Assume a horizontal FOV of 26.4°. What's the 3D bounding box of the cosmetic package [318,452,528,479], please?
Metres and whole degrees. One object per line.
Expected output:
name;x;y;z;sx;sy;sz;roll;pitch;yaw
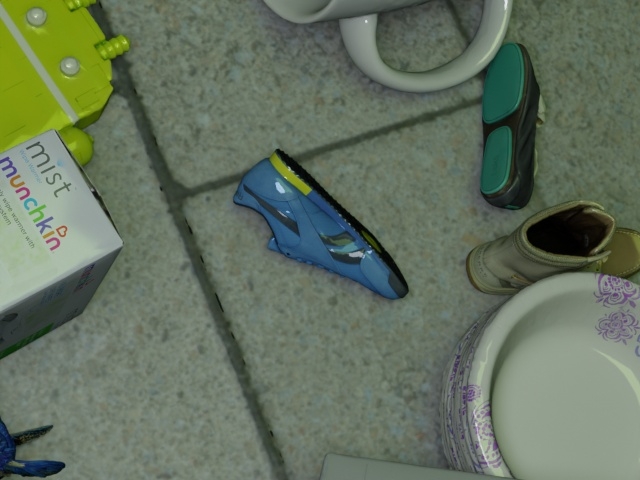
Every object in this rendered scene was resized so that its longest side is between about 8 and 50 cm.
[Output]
cosmetic package;0.207;0.333;1.177;0.453;0.230;0.161;7;112;4

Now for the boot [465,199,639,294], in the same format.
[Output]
boot;0.279;0.006;1.443;0.213;0.165;0.077;-5;76;-17

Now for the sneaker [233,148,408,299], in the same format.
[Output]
sneaker;0.000;0.000;1.423;0.209;0.069;0.082;42;99;-10

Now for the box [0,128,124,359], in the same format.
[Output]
box;-0.318;0.037;1.198;0.231;0.262;0.127;-29;84;-24

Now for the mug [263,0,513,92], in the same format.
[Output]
mug;0.106;-0.345;1.469;0.328;0.276;0.374;-14;108;-28

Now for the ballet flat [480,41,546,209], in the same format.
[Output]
ballet flat;0.217;-0.122;1.524;0.074;0.074;0.203;14;64;-13

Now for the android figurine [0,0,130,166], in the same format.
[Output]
android figurine;-0.323;-0.164;1.372;0.273;0.056;0.248;-31;84;-21

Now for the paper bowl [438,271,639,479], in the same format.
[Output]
paper bowl;0.257;0.185;1.391;0.284;0.148;0.284;5;72;-16

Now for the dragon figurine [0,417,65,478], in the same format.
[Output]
dragon figurine;-0.277;0.194;1.157;0.144;0.289;0.085;39;83;20
